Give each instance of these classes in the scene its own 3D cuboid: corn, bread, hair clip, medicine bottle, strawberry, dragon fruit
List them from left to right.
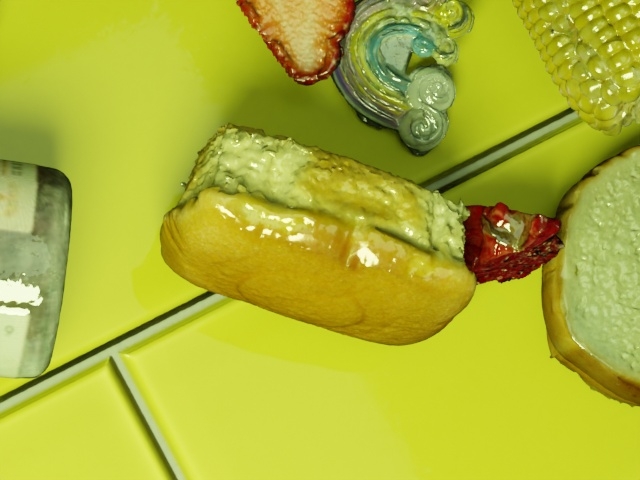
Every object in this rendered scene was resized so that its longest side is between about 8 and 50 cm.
[{"bbox_3d":[-0.328,0.009,1.348,0.273,0.165,0.165,8,75,-11],"label":"medicine bottle"},{"bbox_3d":[-0.022,-0.200,1.531,0.104,0.048,0.152,-6,78,-8],"label":"strawberry"},{"bbox_3d":[0.000,0.000,1.423,0.245,0.174,0.121,21,74,-12],"label":"bread"},{"bbox_3d":[0.067,-0.165,1.552,0.116,0.049,0.172,14,81,4],"label":"hair clip"},{"bbox_3d":[0.139,-0.007,1.485,0.097,0.131,0.063,-5,73,-22],"label":"dragon fruit"},{"bbox_3d":[0.218,-0.237,1.561,0.130,0.130,0.347,-23,76,-18],"label":"corn"},{"bbox_3d":[0.292,0.032,1.540,0.236,0.070,0.236,3,75,-13],"label":"bread"}]
